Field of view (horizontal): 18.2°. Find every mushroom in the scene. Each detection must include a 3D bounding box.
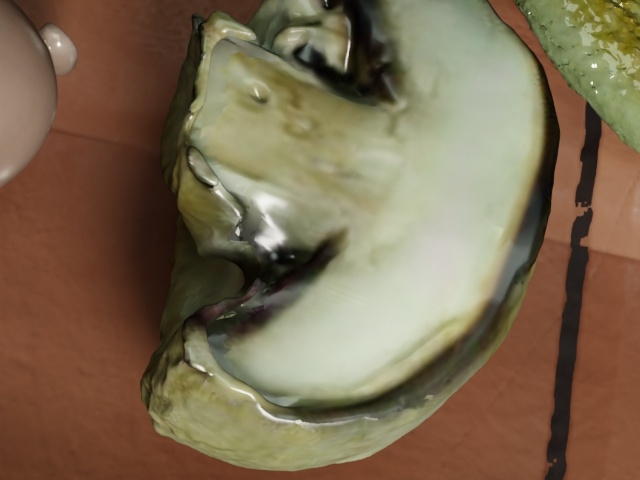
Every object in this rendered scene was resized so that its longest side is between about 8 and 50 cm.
[{"bbox_3d":[0.008,-0.001,1.017,0.189,0.164,0.267,8,63,-10],"label":"mushroom"}]

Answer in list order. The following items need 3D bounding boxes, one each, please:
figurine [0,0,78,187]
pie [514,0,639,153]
[{"bbox_3d":[-0.199,-0.080,1.043,0.125,0.125,0.138,43,80,9],"label":"figurine"},{"bbox_3d":[0.257,-0.163,1.178,0.323,0.070,0.323,2,66,-5],"label":"pie"}]
